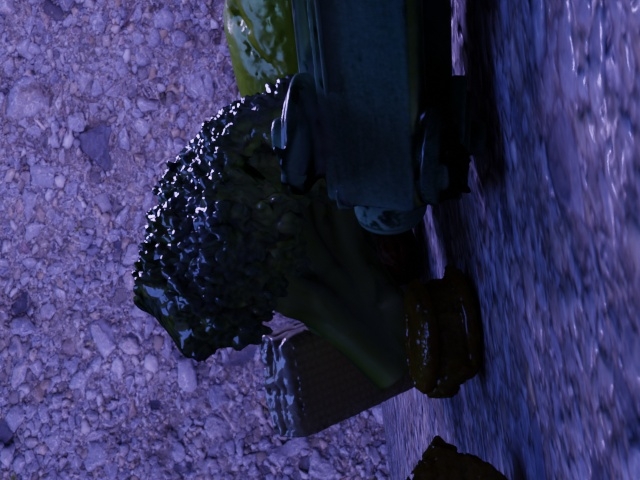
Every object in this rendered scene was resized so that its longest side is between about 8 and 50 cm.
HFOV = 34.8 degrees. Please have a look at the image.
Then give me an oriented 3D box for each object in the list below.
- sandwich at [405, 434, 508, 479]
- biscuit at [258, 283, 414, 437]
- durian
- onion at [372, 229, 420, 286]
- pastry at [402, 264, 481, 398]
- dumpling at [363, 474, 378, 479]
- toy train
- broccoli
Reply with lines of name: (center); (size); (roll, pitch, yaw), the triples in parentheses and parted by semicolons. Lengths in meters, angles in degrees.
sandwich: (0.057, 0.297, 0.702); (0.251, 0.087, 0.226); (-52, -27, -35)
biscuit: (0.038, 0.120, 1.072); (0.239, 0.062, 0.108); (-15, -81, -45)
durian: (0.005, -0.217, 1.246); (0.256, 0.204, 0.340); (-42, -52, -53)
onion: (0.004, 0.008, 1.236); (0.246, 0.246, 0.190); (-98, 16, -84)
pastry: (0.100, 0.076, 0.850); (0.097, 0.057, 0.109); (99, 163, -84)
dumpling: (0.111, 0.334, 1.091); (0.134, 0.169, 0.100); (47, -114, -43)
toy train: (0.033, -0.186, 0.678); (0.237, 0.150, 0.369); (-84, -10, -50)
broccoli: (-0.003, -0.022, 0.927); (0.375, 0.302, 0.249); (-40, -24, -58)
